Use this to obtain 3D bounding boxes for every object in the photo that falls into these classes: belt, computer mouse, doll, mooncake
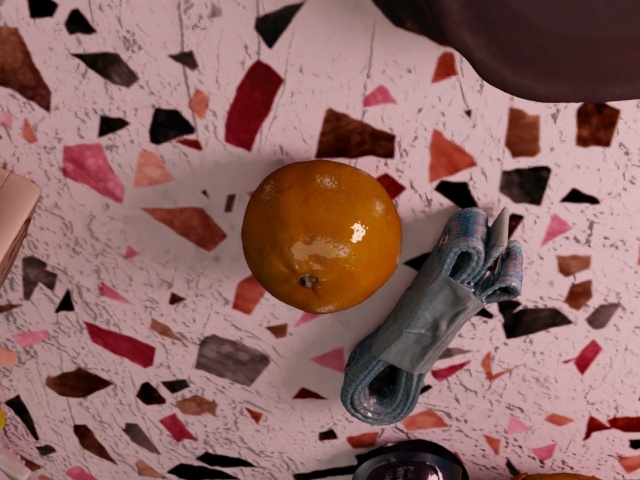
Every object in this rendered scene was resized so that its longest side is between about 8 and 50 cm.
[{"bbox_3d":[0.111,0.084,1.119,0.087,0.072,0.302,28,130,-6],"label":"belt"},{"bbox_3d":[0.118,0.339,1.305,0.137,0.096,0.233,-9,124,18],"label":"computer mouse"},{"bbox_3d":[-0.421,0.268,1.369,0.129,0.081,0.207,9,127,21],"label":"doll"},{"bbox_3d":[0.197,-0.218,0.817,0.245,0.133,0.244,6,129,7],"label":"mooncake"}]

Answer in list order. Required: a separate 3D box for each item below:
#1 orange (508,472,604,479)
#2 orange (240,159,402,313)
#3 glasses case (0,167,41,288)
[{"bbox_3d":[0.266,0.423,1.177,0.293,0.341,0.340,24,139,37],"label":"orange"},{"bbox_3d":[0.000,0.000,1.039,0.156,0.124,0.156,6,126,8],"label":"orange"},{"bbox_3d":[-0.369,0.072,1.035,0.076,0.336,0.144,26,130,-10],"label":"glasses case"}]
